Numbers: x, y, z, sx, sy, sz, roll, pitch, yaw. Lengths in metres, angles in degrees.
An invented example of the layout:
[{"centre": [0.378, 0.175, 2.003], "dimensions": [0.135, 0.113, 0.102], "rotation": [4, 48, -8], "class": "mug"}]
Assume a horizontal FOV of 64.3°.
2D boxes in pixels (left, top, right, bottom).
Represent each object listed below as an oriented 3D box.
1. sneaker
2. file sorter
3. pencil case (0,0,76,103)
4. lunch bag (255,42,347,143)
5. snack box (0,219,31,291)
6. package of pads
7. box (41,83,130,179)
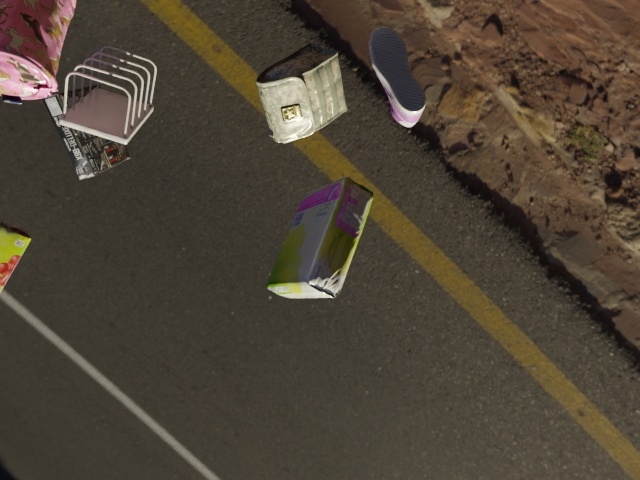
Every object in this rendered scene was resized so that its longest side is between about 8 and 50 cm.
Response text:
[{"centre": [0.206, -0.454, 1.453], "dimensions": [0.102, 0.161, 0.282], "rotation": [-18, 80, 1], "class": "sneaker"}, {"centre": [-0.631, -0.450, 1.544], "dimensions": [0.193, 0.277, 0.173], "rotation": [16, 124, -10], "class": "file sorter"}, {"centre": [-0.685, -0.506, 1.203], "dimensions": [0.160, 0.385, 0.167], "rotation": [-3, 149, -7], "class": "pencil case"}, {"centre": [-0.068, -0.483, 1.702], "dimensions": [0.169, 0.287, 0.235], "rotation": [35, 153, 37], "class": "lunch bag"}, {"centre": [-0.580, 0.024, 0.756], "dimensions": [0.207, 0.174, 0.070], "rotation": [31, 174, -37], "class": "snack box"}, {"centre": [0.000, 0.000, 1.263], "dimensions": [0.101, 0.296, 0.229], "rotation": [30, 160, -25], "class": "package of pads"}, {"centre": [-0.867, -0.413, 1.913], "dimensions": [0.077, 0.242, 0.307], "rotation": [-10, 113, 19], "class": "box"}]
